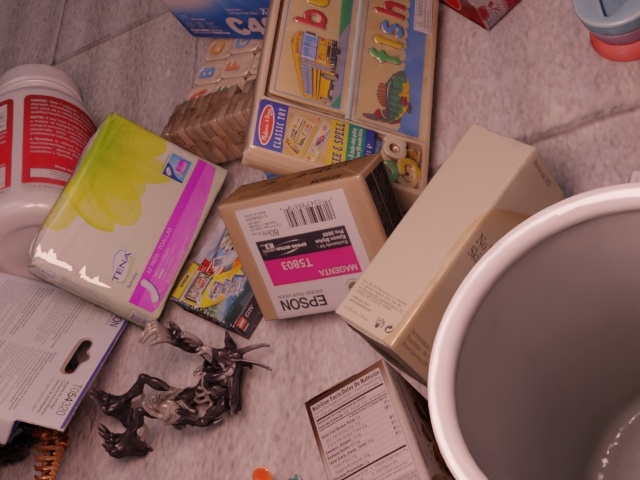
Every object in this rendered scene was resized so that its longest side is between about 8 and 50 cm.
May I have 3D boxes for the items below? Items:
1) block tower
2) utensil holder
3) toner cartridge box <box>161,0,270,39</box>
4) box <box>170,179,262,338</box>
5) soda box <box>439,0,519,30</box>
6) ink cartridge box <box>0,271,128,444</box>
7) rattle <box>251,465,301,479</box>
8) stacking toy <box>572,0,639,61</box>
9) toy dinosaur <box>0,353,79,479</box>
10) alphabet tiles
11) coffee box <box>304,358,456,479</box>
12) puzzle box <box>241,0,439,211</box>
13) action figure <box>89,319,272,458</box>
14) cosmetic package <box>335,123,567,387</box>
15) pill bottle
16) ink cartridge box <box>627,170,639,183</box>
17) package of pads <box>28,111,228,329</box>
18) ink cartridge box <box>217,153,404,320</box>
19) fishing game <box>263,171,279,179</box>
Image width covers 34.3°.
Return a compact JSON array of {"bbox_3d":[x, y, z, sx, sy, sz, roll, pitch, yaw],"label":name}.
[{"bbox_3d":[-0.112,-0.206,1.717,0.335,0.097,0.091,-15,40,31],"label":"block tower"},{"bbox_3d":[0.328,0.185,0.960,0.327,0.385,0.327,-19,50,24],"label":"utensil holder"},{"bbox_3d":[-0.134,-0.437,1.852,0.348,0.165,0.075,10,66,37],"label":"toner cartridge box"},{"bbox_3d":[-0.116,0.025,1.625,0.159,0.044,0.233,19,72,42],"label":"box"},{"bbox_3d":[0.210,-0.445,1.694,0.083,0.092,0.263,-43,46,-1],"label":"soda box"},{"bbox_3d":[-0.496,0.177,1.626,0.330,0.071,0.324,14,33,5],"label":"ink cartridge box"},{"bbox_3d":[-0.049,0.403,1.323,0.130,0.143,0.200,-18,25,-18],"label":"rattle"},{"bbox_3d":[0.510,-0.352,1.391,0.279,0.130,0.309,-51,46,-5],"label":"stacking toy"},{"bbox_3d":[-0.476,0.271,1.644,0.218,0.164,0.322,-26,24,-4],"label":"toy dinosaur"},{"bbox_3d":[-0.121,-0.320,1.891,0.278,0.021,0.284,0,60,35],"label":"alphabet tiles"},{"bbox_3d":[0.102,0.308,1.186,0.119,0.168,0.297,-32,46,13],"label":"coffee box"},{"bbox_3d":[0.040,-0.255,1.581,0.052,0.272,0.409,122,158,-56],"label":"puzzle box"},{"bbox_3d":[-0.210,0.209,1.498,0.276,0.141,0.164,-31,44,18],"label":"action figure"},{"bbox_3d":[0.177,0.025,1.341,0.113,0.160,0.309,30,80,43],"label":"cosmetic package"},{"bbox_3d":[-0.516,-0.129,1.888,0.229,0.229,0.407,-28,47,16],"label":"pill bottle"},{"bbox_3d":[0.471,0.019,1.227,0.232,0.066,0.189,10,64,16],"label":"ink cartridge box"},{"bbox_3d":[-0.314,-0.035,1.679,0.296,0.229,0.101,-68,12,-21],"label":"package of pads"},{"bbox_3d":[0.000,0.000,1.449,0.235,0.193,0.088,-12,20,29],"label":"ink cartridge box"},{"bbox_3d":[-0.009,-0.151,1.681,0.189,0.041,0.264,-48,39,-14],"label":"fishing game"}]
